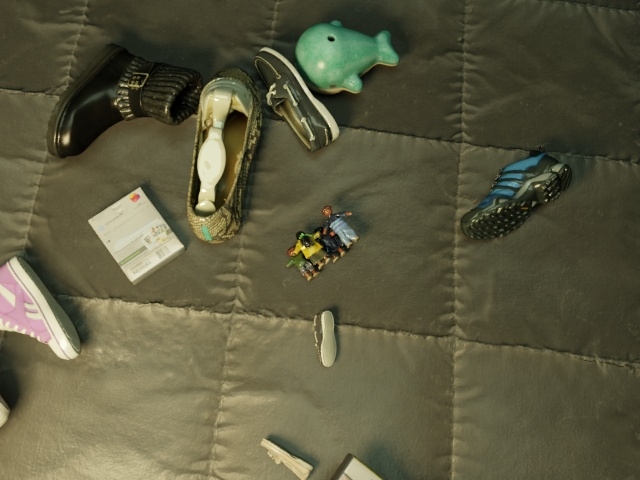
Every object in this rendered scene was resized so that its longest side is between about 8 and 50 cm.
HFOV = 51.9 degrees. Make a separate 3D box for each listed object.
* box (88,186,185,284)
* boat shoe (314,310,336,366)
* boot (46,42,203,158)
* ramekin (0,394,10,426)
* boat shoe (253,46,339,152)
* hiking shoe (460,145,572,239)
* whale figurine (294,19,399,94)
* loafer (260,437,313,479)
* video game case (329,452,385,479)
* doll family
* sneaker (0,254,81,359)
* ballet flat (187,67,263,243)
[{"bbox_3d":[-0.429,-0.011,1.538,0.145,0.038,0.186,-36,78,-15],"label":"box"},{"bbox_3d":[0.007,0.222,1.486,0.046,0.038,0.125,9,71,-45],"label":"boat shoe"},{"bbox_3d":[-0.465,-0.310,1.577,0.260,0.131,0.348,24,71,10],"label":"boot"},{"bbox_3d":[-0.722,0.318,1.325,0.109,0.207,0.207,-37,77,-24],"label":"ramekin"},{"bbox_3d":[-0.079,-0.351,1.636,0.091,0.114,0.302,-37,76,-20],"label":"boat shoe"},{"bbox_3d":[0.460,-0.110,1.610,0.304,0.113,0.132,-30,45,-6],"label":"hiking shoe"},{"bbox_3d":[0.068,-0.482,1.675,0.271,0.141,0.217,-13,72,-8],"label":"whale figurine"},{"bbox_3d":[-0.076,0.466,1.396,0.125,0.045,0.039,29,79,3],"label":"loafer"},{"bbox_3d":[0.075,0.617,1.321,0.248,0.035,0.275,41,73,-8],"label":"video game case"},{"bbox_3d":[0.000,0.000,1.547,0.193,0.076,0.111,-35,72,-19],"label":"doll family"},{"bbox_3d":[-0.647,0.183,1.432,0.161,0.102,0.282,-40,67,-12],"label":"sneaker"},{"bbox_3d":[-0.230,-0.238,1.550,0.163,0.182,0.483,4,71,4],"label":"ballet flat"}]
